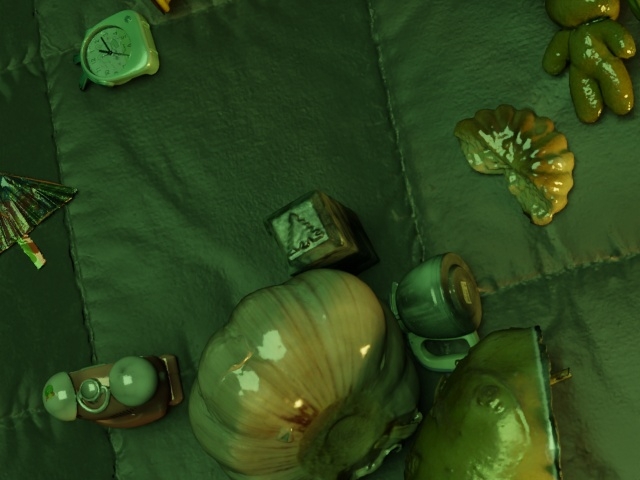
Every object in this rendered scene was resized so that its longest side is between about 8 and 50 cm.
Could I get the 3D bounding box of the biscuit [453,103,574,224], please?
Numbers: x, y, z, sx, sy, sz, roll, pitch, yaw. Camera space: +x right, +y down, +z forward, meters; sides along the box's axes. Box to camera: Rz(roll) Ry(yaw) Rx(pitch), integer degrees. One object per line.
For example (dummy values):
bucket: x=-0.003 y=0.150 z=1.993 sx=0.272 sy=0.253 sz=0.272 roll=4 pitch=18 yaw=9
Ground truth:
biscuit: x=0.262 y=-0.117 z=1.898 sx=0.183 sy=0.061 sz=0.118 roll=44 pitch=95 yaw=20

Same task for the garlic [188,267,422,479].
garlic: x=-0.025 y=0.181 z=1.821 sx=0.241 sy=0.322 sz=0.322 roll=13 pitch=85 yaw=47

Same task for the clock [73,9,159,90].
clock: x=-0.309 y=-0.273 z=2.123 sx=0.135 sy=0.041 sz=0.101 roll=-20 pitch=76 yaw=16

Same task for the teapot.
teapot: x=0.153 y=0.092 z=1.894 sx=0.108 sy=0.149 sz=0.111 roll=-17 pitch=37 yaw=30

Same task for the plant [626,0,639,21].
plant: x=0.449 y=-0.260 z=1.760 sx=0.251 sy=0.180 sz=0.333 roll=15 pitch=74 yaw=-24

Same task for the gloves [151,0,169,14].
gloves: x=-0.152 y=-0.465 z=2.076 sx=0.294 sy=0.116 sz=0.133 roll=-39 pitch=79 yaw=2

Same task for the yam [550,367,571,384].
yam: x=0.275 y=0.188 z=1.869 sx=0.107 sy=0.014 sz=0.014 roll=-22 pitch=75 yaw=15

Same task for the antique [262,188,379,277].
antique: x=0.000 y=0.000 z=1.901 sx=0.088 sy=0.183 sz=0.086 roll=-31 pitch=73 yaw=11

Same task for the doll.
doll: x=0.358 y=-0.262 z=1.886 sx=0.137 sy=0.097 sz=0.209 roll=-6 pitch=96 yaw=49

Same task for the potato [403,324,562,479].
potato: x=0.195 y=0.258 z=1.757 sx=0.196 sy=0.246 sz=0.299 roll=-5 pitch=86 yaw=3

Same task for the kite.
kite: x=-0.469 y=-0.026 z=2.153 sx=0.241 sy=0.014 sz=0.183 roll=-41 pitch=74 yaw=9

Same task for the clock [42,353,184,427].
clock: x=-0.281 y=0.210 z=1.974 sx=0.166 sy=0.162 sz=0.092 roll=-13 pitch=80 yaw=17
